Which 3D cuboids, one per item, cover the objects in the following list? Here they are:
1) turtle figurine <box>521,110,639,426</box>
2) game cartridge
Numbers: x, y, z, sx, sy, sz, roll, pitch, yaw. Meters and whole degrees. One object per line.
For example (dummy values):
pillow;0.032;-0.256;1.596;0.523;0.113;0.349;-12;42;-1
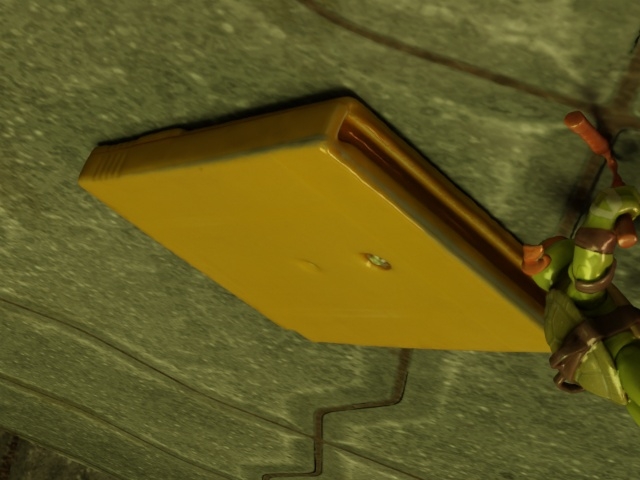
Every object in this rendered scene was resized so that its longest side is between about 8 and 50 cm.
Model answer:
turtle figurine;0.182;0.062;0.751;0.217;0.087;0.269;58;170;34
game cartridge;0.000;0.000;0.981;0.285;0.052;0.324;38;156;-32
